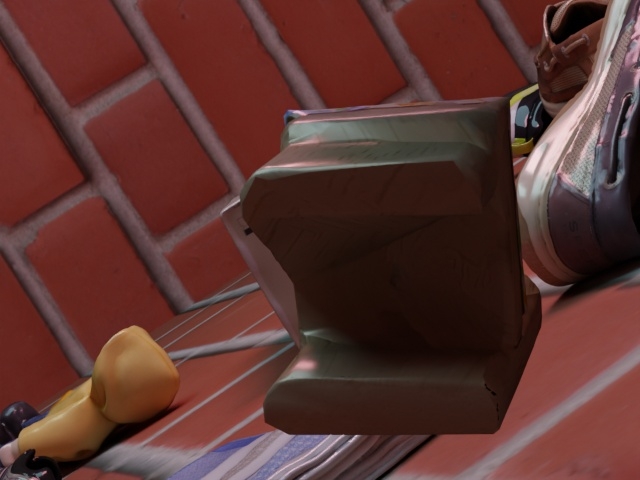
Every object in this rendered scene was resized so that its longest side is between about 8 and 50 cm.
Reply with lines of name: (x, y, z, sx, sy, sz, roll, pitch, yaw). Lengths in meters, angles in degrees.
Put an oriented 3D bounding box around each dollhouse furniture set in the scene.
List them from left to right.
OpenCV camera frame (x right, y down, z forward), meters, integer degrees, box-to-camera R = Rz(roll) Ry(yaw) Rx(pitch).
dollhouse furniture set: (0.176, -0.155, 0.516, 0.394, 0.362, 0.256, -2, 13, 14)

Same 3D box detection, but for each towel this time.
towel: (-0.061, 0.144, 0.909, 0.209, 0.034, 0.285, -33, 3, -29)

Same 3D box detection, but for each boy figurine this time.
boy figurine: (-0.247, 0.174, 1.715, 0.177, 0.092, 0.285, -32, -1, -44)

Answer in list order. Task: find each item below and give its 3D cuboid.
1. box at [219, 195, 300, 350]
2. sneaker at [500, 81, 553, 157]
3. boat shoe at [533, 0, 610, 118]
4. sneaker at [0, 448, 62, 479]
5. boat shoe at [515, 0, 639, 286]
box: (0.000, 0.000, 1.497, 0.121, 0.148, 0.311, -31, 5, 1)
sneaker: (0.282, -0.145, 1.810, 0.235, 0.084, 0.097, -34, 29, -24)
boat shoe: (0.267, -0.184, 1.618, 0.123, 0.116, 0.324, -27, 11, -4)
sneaker: (-0.253, 0.213, 1.436, 0.075, 0.063, 0.170, -33, 8, -15)
boat shoe: (0.211, -0.090, 1.009, 0.092, 0.103, 0.285, -1, 46, 47)
